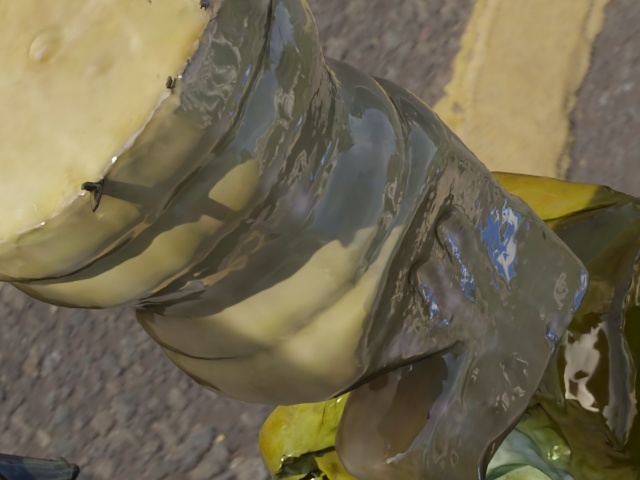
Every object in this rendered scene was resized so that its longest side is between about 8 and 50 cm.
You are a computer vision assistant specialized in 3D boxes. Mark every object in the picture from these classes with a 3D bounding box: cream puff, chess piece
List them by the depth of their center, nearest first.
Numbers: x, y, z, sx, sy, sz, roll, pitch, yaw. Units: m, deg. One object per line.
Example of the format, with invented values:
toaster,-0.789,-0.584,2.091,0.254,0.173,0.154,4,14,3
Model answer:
chess piece,0.000,0.000,0.597,0.301,0.137,0.137,33,58,-47
cream puff,0.150,0.089,0.936,0.323,0.270,0.274,47,31,-10

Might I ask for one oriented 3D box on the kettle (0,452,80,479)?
kettle,-0.272,0.222,0.989,0.290,0.207,0.268,20,99,-23
